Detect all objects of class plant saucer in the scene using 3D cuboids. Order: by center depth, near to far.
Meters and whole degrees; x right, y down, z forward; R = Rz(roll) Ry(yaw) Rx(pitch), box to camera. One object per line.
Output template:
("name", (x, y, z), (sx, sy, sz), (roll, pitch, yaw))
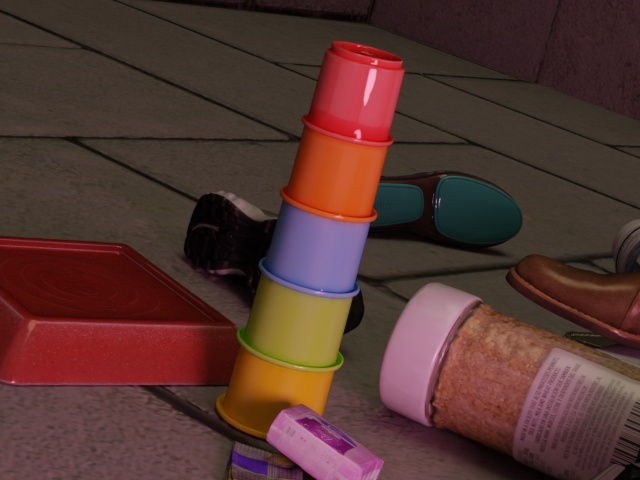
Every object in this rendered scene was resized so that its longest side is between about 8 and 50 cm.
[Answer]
("plant saucer", (-0.212, 0.053, 1.420), (0.259, 0.048, 0.258), (5, 18, -39))

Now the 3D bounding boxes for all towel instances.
("towel", (-0.041, 0.173, 1.215), (0.060, 0.009, 0.083), (14, 14, -2))

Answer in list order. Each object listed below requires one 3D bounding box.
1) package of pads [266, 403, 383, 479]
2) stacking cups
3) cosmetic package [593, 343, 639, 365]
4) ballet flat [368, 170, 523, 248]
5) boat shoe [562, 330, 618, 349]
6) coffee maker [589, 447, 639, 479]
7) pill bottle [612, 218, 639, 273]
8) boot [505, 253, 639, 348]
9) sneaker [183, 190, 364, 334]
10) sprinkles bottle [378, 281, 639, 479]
("package of pads", (0.003, 0.160, 1.236), (0.083, 0.032, 0.050), (34, 13, 17))
("stacking cups", (0.000, 0.000, 1.298), (0.096, 0.316, 0.096), (15, 12, -3))
("cosmetic package", (0.356, 0.173, 1.491), (0.231, 0.085, 0.117), (26, 17, 31))
("ballet flat", (0.125, -0.049, 2.087), (0.280, 0.095, 0.096), (8, 4, -28))
("boat shoe", (0.378, 0.124, 1.681), (0.305, 0.091, 0.109), (11, 15, -19))
("coffee maker", (0.285, 0.177, 1.157), (0.120, 0.178, 0.171), (53, -21, -22))
("pill bottle", (0.432, 0.034, 2.052), (0.108, 0.108, 0.180), (13, 14, -9))
("boot", (0.329, 0.052, 1.528), (0.305, 0.115, 0.112), (18, 14, 8))
("sneaker", (-0.030, 0.021, 1.638), (0.108, 0.100, 0.271), (11, 14, -36))
("sprinkles bottle", (0.227, 0.151, 1.361), (0.355, 0.121, 0.121), (22, 16, 22))
